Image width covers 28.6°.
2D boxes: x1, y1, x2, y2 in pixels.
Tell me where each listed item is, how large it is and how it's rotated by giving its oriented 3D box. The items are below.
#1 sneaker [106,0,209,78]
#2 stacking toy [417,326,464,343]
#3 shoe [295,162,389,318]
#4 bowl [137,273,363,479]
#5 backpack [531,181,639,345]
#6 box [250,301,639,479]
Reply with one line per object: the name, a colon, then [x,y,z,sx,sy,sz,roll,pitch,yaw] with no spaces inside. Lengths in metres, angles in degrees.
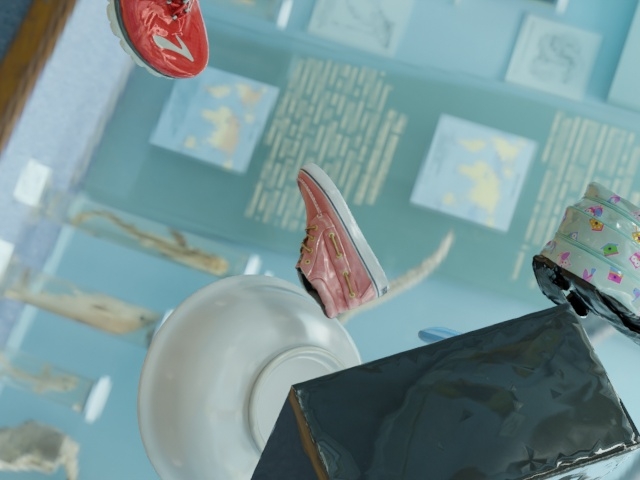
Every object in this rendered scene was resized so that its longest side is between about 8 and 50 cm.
sneaker: [-0.174,-0.290,1.371,0.107,0.118,0.279,-41,133,-29]
stacking toy: [0.193,0.288,1.781,0.175,0.165,0.302,28,82,-48]
shoe: [0.000,0.000,1.417,0.081,0.178,0.063,-27,165,-12]
bowl: [-0.051,0.189,1.453,0.134,0.298,0.298,2,-110,58]
backpack: [0.288,0.027,1.201,0.182,0.152,0.115,32,86,-43]
box: [0.058,0.156,0.799,0.103,0.184,0.261,65,-22,22]
